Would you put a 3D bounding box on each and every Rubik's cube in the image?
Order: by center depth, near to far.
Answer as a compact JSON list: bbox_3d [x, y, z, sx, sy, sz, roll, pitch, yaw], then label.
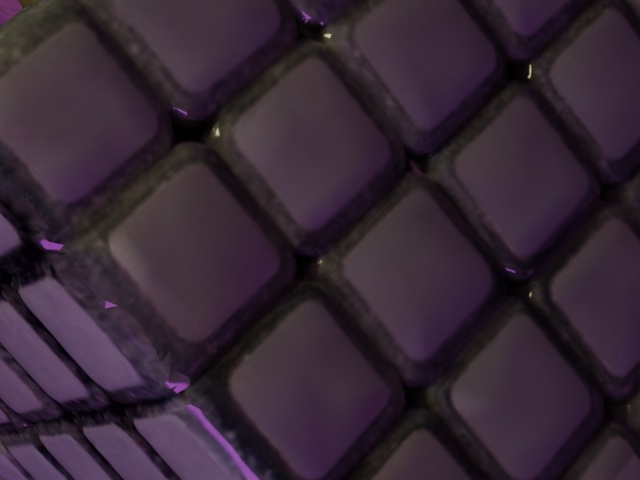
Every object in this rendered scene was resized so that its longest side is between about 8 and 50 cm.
[{"bbox_3d":[0.000,0.000,0.479,0.238,0.237,0.237,51,155,-12],"label":"Rubik's cube"}]

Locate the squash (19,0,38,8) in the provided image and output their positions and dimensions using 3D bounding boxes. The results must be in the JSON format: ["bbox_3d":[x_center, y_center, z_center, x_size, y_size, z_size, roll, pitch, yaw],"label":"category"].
[{"bbox_3d":[-0.030,-0.092,0.730,0.189,0.189,0.260,-2,122,47],"label":"squash"}]
